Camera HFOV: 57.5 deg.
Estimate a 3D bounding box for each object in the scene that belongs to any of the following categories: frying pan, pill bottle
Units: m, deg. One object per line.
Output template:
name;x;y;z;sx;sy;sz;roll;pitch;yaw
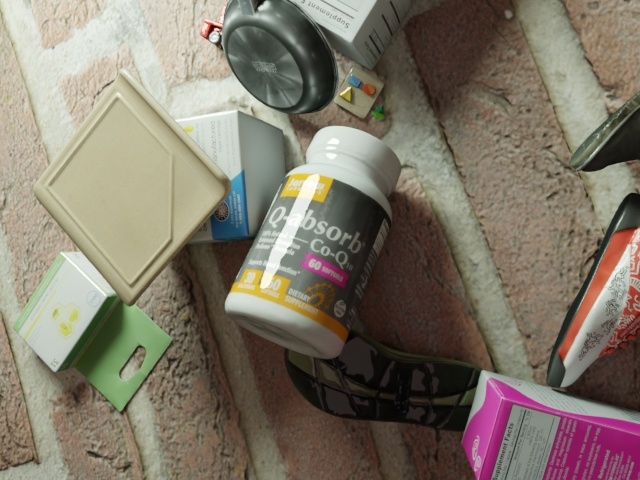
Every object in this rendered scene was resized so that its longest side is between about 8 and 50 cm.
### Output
frying pan;-0.061;-0.289;0.765;0.197;0.326;0.053;30;61;15
pill bottle;0.000;0.000;0.768;0.162;0.162;0.279;17;70;16

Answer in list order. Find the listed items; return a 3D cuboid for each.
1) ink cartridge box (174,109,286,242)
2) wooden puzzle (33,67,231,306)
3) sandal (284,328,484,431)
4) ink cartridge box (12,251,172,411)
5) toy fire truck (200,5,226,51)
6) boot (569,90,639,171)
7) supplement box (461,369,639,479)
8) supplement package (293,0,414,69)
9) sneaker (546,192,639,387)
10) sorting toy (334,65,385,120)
ink cartridge box;-0.185;-0.080;0.859;0.232;0.168;0.171;-5;90;18
wooden puzzle;-0.251;-0.067;0.773;0.221;0.044;0.239;47;109;10
sandal;0.093;0.198;0.828;0.302;0.086;0.120;16;90;1
ink cartridge box;-0.388;0.155;0.985;0.235;0.056;0.171;40;101;15
toy fire truck;-0.119;-0.356;0.899;0.192;0.047;0.135;24;98;16
boot;0.426;-0.078;0.697;0.189;0.076;0.208;-37;82;-20
supplement box;0.302;0.252;0.721;0.220;0.111;0.114;16;95;3
supplement package;0.068;-0.386;0.796;0.139;0.134;0.244;35;100;13
sneaker;0.397;0.088;0.725;0.145;0.090;0.270;25;95;18
sorting toy;0.067;-0.213;0.862;0.083;0.012;0.062;34;100;14
